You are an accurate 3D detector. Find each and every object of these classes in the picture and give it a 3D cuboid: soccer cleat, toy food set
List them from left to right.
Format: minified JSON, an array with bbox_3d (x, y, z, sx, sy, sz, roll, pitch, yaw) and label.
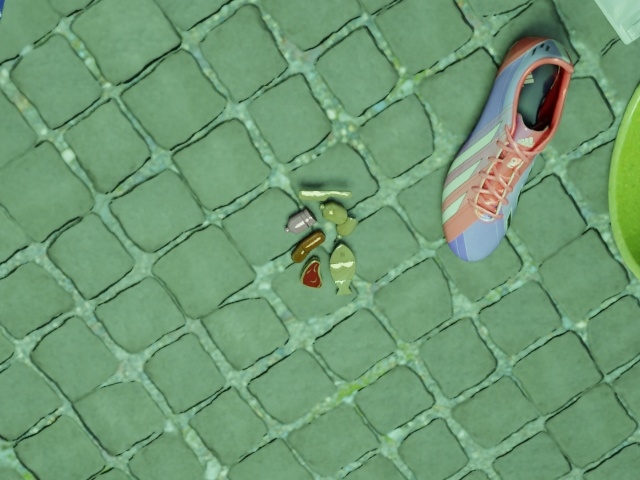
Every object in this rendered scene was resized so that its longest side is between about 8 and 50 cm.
[{"bbox_3d":[0.000,0.000,1.334,0.078,0.019,0.122,1,116,-7],"label":"toy food set"},{"bbox_3d":[0.189,-0.087,1.287,0.083,0.095,0.248,17,105,-13],"label":"soccer cleat"}]

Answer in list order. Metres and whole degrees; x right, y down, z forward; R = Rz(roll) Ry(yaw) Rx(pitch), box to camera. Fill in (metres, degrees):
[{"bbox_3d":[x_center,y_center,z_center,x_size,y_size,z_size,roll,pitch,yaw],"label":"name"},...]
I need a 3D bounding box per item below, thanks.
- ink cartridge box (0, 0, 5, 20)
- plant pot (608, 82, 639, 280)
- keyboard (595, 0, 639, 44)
[{"bbox_3d":[-0.420,-0.068,1.212,0.176,0.069,0.370,8,106,-28],"label":"ink cartridge box"},{"bbox_3d":[0.475,-0.059,1.265,0.254,0.276,0.276,11,107,-23],"label":"plant pot"},{"bbox_3d":[0.395,-0.306,1.285,0.256,0.014,0.072,-38,104,6],"label":"keyboard"}]
